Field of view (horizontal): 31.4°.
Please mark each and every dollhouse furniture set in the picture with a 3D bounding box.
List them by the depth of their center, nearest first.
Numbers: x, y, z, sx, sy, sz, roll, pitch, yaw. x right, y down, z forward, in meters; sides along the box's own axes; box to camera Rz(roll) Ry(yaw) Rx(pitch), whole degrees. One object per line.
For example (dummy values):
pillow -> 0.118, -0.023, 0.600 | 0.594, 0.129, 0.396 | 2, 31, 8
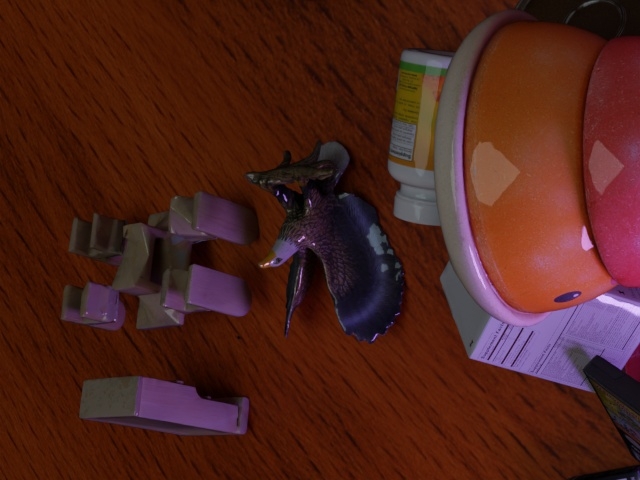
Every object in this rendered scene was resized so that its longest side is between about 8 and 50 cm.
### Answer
dollhouse furniture set -> -0.265, 0.143, 2.079 | 0.362, 0.257, 0.394 | -10, 69, 40

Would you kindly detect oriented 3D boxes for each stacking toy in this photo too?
stacking toy -> 0.385, -0.082, 1.153 | 0.480, 0.351, 0.350 | -1, 96, 35

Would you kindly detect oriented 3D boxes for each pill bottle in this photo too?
pill bottle -> 0.171, -0.151, 1.666 | 0.136, 0.136, 0.245 | 17, 108, 38

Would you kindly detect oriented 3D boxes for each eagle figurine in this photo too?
eagle figurine -> -0.010, 0.006, 1.843 | 0.226, 0.225, 0.298 | -114, -2, -65

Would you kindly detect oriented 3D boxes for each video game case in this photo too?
video game case -> 0.462, 0.278, 1.397 | 0.035, 0.248, 0.275 | -45, 45, -7

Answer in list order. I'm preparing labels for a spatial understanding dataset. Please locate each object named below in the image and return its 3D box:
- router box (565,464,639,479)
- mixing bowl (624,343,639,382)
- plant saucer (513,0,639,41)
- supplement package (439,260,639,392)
router box -> 0.423, 0.413, 1.593 | 0.133, 0.046, 0.178 | -22, 82, 40
mixing bowl -> 0.494, 0.155, 1.459 | 0.181, 0.098, 0.181 | 7, 100, 41
plant saucer -> 0.354, -0.262, 1.452 | 0.311, 0.050, 0.310 | -18, 55, 28
supplement package -> 0.294, 0.069, 1.500 | 0.194, 0.203, 0.149 | -102, 33, -59
